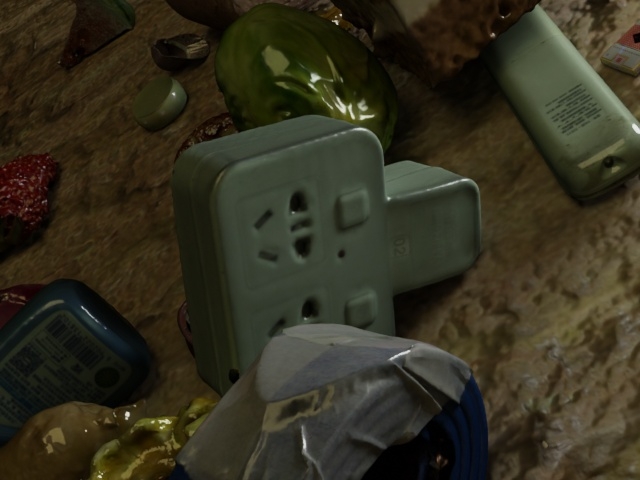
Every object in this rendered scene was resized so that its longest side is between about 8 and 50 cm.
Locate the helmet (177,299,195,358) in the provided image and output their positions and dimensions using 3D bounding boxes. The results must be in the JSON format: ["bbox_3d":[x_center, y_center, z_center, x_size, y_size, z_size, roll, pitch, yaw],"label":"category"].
[{"bbox_3d":[-0.097,0.104,0.928,0.089,0.057,0.111,-7,36,-26],"label":"helmet"}]

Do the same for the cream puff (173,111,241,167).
[{"bbox_3d":[-0.115,-0.093,1.111,0.149,0.084,0.149,-24,42,24],"label":"cream puff"}]

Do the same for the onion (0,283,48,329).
[{"bbox_3d":[-0.398,0.139,1.105,0.247,0.111,0.250,-40,37,4],"label":"onion"}]

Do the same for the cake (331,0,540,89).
[{"bbox_3d":[0.102,-0.353,0.983,0.282,0.290,0.256,-44,23,0],"label":"cake"}]

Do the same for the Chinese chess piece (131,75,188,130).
[{"bbox_3d":[-0.231,-0.196,1.341,0.084,0.034,0.084,-22,45,24],"label":"Chinese chess piece"}]

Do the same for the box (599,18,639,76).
[{"bbox_3d":[0.317,-0.197,0.910,0.083,0.012,0.046,-43,40,-5],"label":"box"}]

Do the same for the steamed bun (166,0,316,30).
[{"bbox_3d":[-0.089,-0.449,1.330,0.301,0.199,0.252,-51,40,-13],"label":"steamed bun"}]

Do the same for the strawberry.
[{"bbox_3d":[-0.473,-0.061,1.370,0.167,0.087,0.208,-30,39,16],"label":"strawberry"}]

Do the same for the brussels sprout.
[{"bbox_3d":[-0.016,-0.157,0.996,0.161,0.223,0.223,-41,38,10],"label":"brussels sprout"}]

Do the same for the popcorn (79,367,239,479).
[{"bbox_3d":[-0.097,0.196,0.736,0.174,0.195,0.168,-31,42,0],"label":"popcorn"}]

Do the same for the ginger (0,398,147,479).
[{"bbox_3d":[-0.254,0.245,0.870,0.152,0.138,0.267,30,87,35],"label":"ginger"}]

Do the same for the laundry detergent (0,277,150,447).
[{"bbox_3d":[-0.324,0.177,0.981,0.290,0.143,0.094,-41,25,2],"label":"laundry detergent"}]

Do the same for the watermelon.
[{"bbox_3d":[-0.384,-0.374,1.628,0.098,0.121,0.158,-96,17,-62],"label":"watermelon"}]

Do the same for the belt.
[{"bbox_3d":[-0.013,0.224,0.629,0.117,0.212,0.346,7,63,45],"label":"belt"}]

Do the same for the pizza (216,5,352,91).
[{"bbox_3d":[-0.078,-0.233,1.178,0.188,0.080,0.204,-8,33,39],"label":"pizza"}]

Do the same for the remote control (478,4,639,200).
[{"bbox_3d":[0.226,-0.151,0.922,0.090,0.038,0.309,-32,39,12],"label":"remote control"}]

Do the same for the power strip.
[{"bbox_3d":[0.000,0.000,0.830,0.261,0.229,0.141,-20,28,-30],"label":"power strip"}]

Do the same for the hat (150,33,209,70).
[{"bbox_3d":[-0.209,-0.275,1.400,0.087,0.042,0.058,-2,52,-6],"label":"hat"}]
